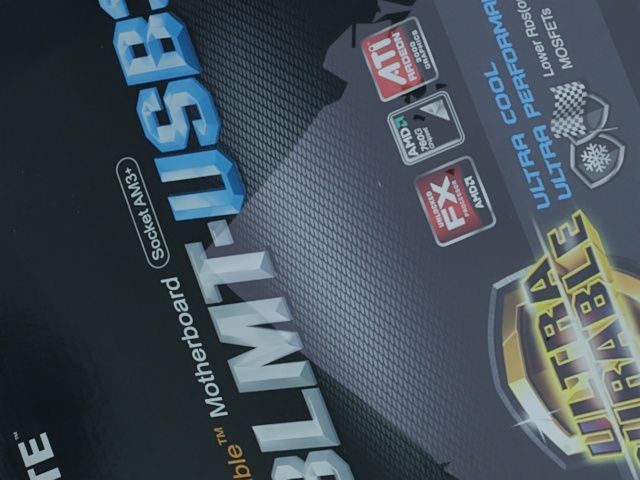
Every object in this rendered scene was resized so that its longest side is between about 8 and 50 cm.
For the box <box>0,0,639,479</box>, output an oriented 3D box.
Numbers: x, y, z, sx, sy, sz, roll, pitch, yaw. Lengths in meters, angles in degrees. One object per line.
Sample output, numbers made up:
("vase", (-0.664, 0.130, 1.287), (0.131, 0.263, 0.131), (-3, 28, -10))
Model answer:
("box", (0.000, 0.000, 0.600), (0.293, 0.073, 0.295), (-22, 82, 16))
